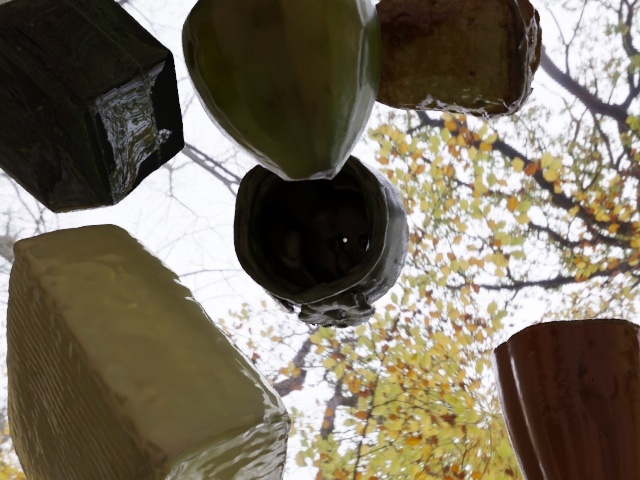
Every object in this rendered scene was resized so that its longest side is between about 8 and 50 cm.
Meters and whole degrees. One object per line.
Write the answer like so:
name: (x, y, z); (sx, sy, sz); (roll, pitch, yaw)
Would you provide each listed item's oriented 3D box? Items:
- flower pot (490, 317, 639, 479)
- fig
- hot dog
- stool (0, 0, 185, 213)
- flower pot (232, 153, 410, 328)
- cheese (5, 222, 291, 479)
flower pot: (0.294, 0.202, 0.690); (0.190, 0.191, 0.173); (-6, -124, 14)
fig: (-0.037, -0.197, 0.728); (0.239, 0.239, 0.271); (-17, -95, 10)
hot dog: (0.167, -0.250, 0.823); (0.259, 0.114, 0.175); (16, -57, 38)
stool: (-0.262, -0.147, 0.648); (0.232, 0.232, 0.141); (21, -132, 20)
flower pot: (0.000, 0.000, 1.039); (0.301, 0.213, 0.302); (-5, -103, 21)
cheese: (-0.156, 0.151, 0.502); (0.265, 0.123, 0.243); (39, -59, 38)
